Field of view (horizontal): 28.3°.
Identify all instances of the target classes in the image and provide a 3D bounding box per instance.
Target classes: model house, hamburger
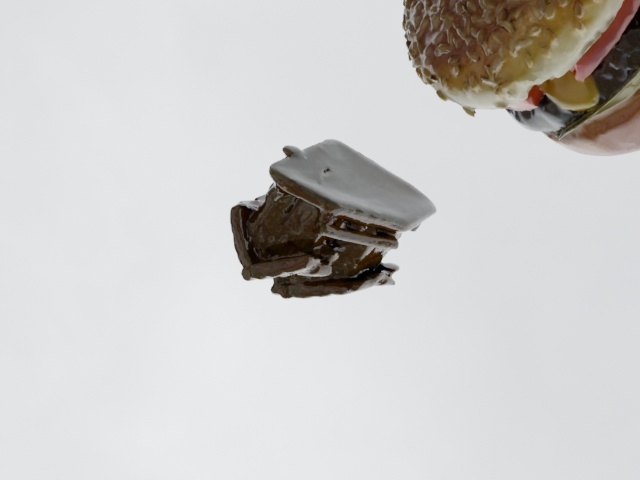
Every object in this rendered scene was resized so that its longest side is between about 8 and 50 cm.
[{"bbox_3d":[0.001,-0.001,1.707,0.219,0.199,0.229,36,-55,10],"label":"model house"},{"bbox_3d":[0.242,-0.262,1.250,0.330,0.250,0.330,-33,-130,51],"label":"hamburger"}]
